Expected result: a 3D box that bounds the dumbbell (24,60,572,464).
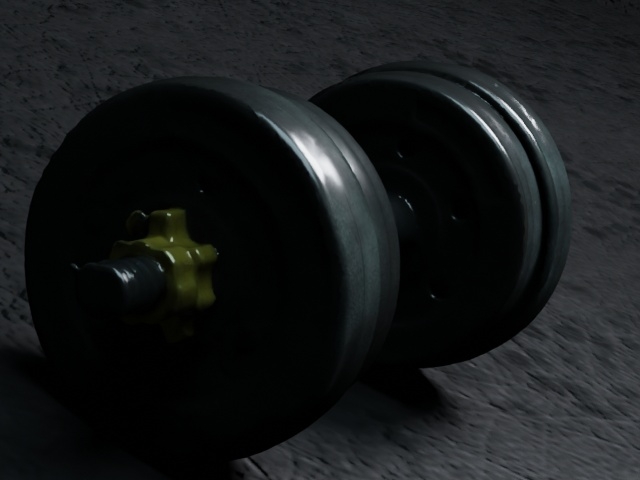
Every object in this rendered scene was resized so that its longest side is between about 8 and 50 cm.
[{"bbox_3d":[0.000,0.000,0.901,0.185,0.185,0.388,30,20,23],"label":"dumbbell"}]
